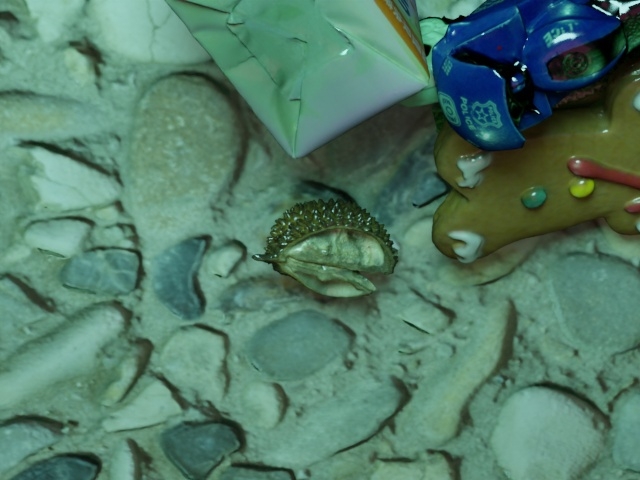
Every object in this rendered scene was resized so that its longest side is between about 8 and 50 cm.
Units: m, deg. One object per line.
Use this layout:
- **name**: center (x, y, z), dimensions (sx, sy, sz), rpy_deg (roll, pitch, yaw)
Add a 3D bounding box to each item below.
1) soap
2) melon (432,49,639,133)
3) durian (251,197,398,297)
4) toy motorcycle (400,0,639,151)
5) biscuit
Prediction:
- **soap**: center (-0.018, -0.199, 1.341), dimensions (0.138, 0.199, 0.182), rpy_deg (-28, 121, 16)
- **melon**: center (0.235, -0.113, 1.498), dimensions (0.262, 0.053, 0.114), rpy_deg (-16, 132, 13)
- **durian**: center (-0.001, 0.001, 1.568), dimensions (0.140, 0.071, 0.110), rpy_deg (3, 134, -21)
- **toy motorcycle**: center (0.203, -0.170, 1.355), dimensions (0.331, 0.196, 0.125), rpy_deg (-19, 122, 7)
- **biscuit**: center (0.264, -0.069, 1.494), dimensions (0.340, 0.047, 0.216), rpy_deg (-9, 143, -3)
